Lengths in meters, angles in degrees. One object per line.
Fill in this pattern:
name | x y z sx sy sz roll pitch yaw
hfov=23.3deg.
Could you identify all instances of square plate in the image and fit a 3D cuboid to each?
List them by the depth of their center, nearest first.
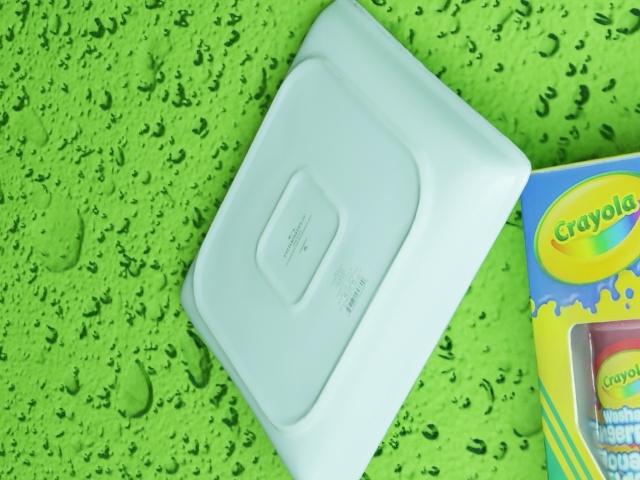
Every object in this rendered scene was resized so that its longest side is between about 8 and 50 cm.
square plate | 0.000 0.000 1.320 0.347 0.049 0.344 -62 36 18

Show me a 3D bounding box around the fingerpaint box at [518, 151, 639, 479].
fingerpaint box | 0.364 0.104 1.048 0.445 0.163 0.371 -8 86 46
